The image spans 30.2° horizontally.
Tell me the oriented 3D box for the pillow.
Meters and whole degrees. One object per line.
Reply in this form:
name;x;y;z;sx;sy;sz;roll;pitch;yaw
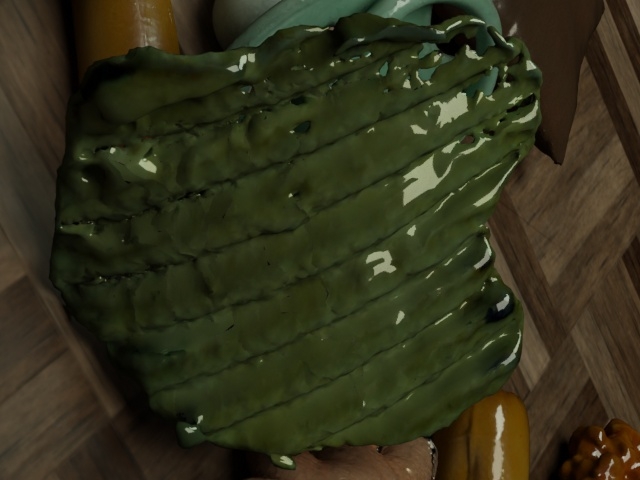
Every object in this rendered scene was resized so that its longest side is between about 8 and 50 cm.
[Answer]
pillow;0.246;-0.298;1.454;0.305;0.108;0.308;48;47;-32

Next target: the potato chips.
potato chips;-0.008;0.000;0.897;0.389;0.097;0.373;-4;119;-13

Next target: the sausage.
sausage;0.152;0.309;1.176;0.112;0.112;0.328;29;59;-41

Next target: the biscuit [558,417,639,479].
biscuit;0.374;0.391;1.407;0.312;0.110;0.318;51;46;-25

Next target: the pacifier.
pacifier;0.004;-0.152;1.047;0.269;0.288;0.343;55;4;26

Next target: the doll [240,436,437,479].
doll;0.004;0.249;1.020;0.201;0.156;0.303;30;24;12

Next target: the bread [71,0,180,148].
bread;-0.159;-0.176;0.978;0.092;0.074;0.239;-2;80;-44
